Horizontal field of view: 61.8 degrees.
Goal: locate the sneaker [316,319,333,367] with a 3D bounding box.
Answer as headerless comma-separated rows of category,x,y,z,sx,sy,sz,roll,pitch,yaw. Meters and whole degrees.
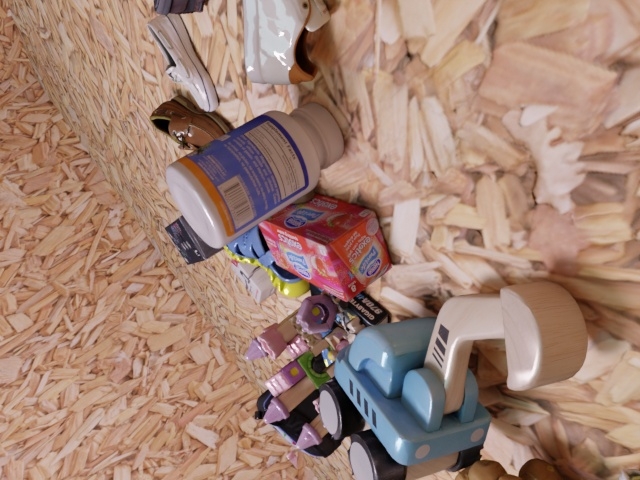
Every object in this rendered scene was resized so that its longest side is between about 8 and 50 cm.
sneaker,0.026,0.254,1.405,0.082,0.069,0.209,-25,95,43

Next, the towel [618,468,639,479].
towel,0.541,0.512,0.713,0.320,0.090,0.375,31,147,50

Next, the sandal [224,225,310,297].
sandal,-0.137,0.006,1.327,0.317,0.126,0.138,28,142,33

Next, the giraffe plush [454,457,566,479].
giraffe plush,0.352,0.436,0.878,0.181,0.170,0.210,0,109,68

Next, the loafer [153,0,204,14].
loafer,-0.207,-0.473,0.883,0.302,0.095,0.109,-18,75,62

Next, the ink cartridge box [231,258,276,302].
ink cartridge box,-0.206,0.105,1.642,0.150,0.063,0.109,50,156,14

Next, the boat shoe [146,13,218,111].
boat shoe,-0.309,-0.383,1.182,0.083,0.075,0.226,13,133,58

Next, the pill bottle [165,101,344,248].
pill bottle,-0.098,-0.118,0.874,0.152,0.272,0.152,42,153,27

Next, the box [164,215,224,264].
box,-0.341,-0.031,1.594,0.143,0.165,0.270,60,157,-8

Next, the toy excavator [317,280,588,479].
toy excavator,0.179,0.208,0.861,0.433,0.222,0.446,-138,47,-57

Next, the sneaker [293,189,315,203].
sneaker,-0.089,-0.141,1.088,0.192,0.064,0.086,33,153,48

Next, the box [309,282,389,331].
box,0.063,0.165,1.216,0.220,0.051,0.175,38,151,34

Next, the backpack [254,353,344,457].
backpack,-0.035,0.513,1.626,0.263,0.276,0.213,48,161,1

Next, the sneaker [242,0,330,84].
sneaker,-0.043,-0.355,0.721,0.123,0.106,0.290,9,130,12

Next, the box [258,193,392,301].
box,0.000,0.000,1.030,0.256,0.122,0.128,23,141,52

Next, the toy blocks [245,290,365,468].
toy blocks,-0.035,0.305,1.193,0.289,0.260,0.309,54,156,2

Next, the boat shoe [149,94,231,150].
boat shoe,-0.317,-0.262,1.320,0.307,0.104,0.111,33,148,42
